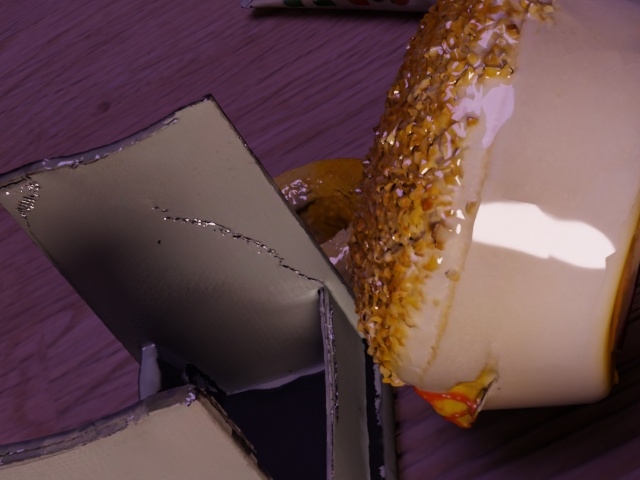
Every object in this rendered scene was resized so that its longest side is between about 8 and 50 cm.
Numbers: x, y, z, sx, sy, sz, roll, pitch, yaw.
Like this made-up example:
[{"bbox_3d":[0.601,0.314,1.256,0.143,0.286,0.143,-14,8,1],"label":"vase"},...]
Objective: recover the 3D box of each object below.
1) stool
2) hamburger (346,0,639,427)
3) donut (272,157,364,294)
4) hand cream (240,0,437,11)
[{"bbox_3d":[-0.077,0.102,0.882,0.170,0.269,0.243,-19,41,17],"label":"stool"},{"bbox_3d":[0.111,-0.031,0.884,0.179,0.294,0.276,11,30,9],"label":"hamburger"},{"bbox_3d":[0.000,0.000,1.097,0.178,0.065,0.162,-13,43,25],"label":"donut"},{"bbox_3d":[0.038,-0.242,1.334,0.276,0.059,0.095,11,54,47],"label":"hand cream"}]
